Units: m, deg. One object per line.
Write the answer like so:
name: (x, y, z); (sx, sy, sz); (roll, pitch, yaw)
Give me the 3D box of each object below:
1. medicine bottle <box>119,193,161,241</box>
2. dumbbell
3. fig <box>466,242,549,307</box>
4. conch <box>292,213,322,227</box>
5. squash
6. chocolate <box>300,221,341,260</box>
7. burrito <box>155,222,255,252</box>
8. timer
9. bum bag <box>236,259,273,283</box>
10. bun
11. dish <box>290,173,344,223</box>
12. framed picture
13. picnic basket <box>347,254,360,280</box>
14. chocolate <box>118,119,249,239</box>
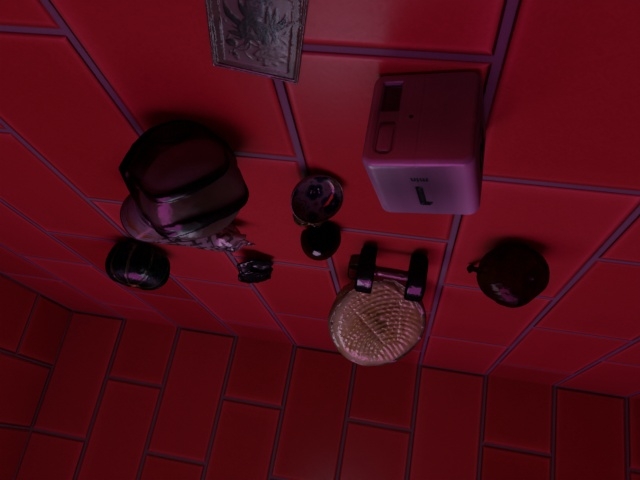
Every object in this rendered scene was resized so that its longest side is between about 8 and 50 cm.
medicine bottle: (-0.456, -0.098, 1.605); (0.165, 0.165, 0.273); (23, 156, -28)
dumbbell: (0.226, 0.107, 1.804); (0.218, 0.153, 0.152); (9, 159, 6)
fig: (0.533, 0.117, 1.661); (0.190, 0.191, 0.290); (14, 158, -8)
conch: (-0.030, -0.065, 1.598); (0.089, 0.074, 0.121); (41, -172, 14)
squash: (-0.725, 0.104, 2.248); (0.252, 0.165, 0.252); (10, 162, 3)
chocolate: (0.000, 0.000, 1.741); (0.124, 0.127, 0.133); (39, 177, 12)
burrito: (-0.424, -0.029, 1.852); (0.445, 0.101, 0.139); (7, 147, 18)
timer: (0.200, -0.174, 1.047); (0.194, 0.192, 0.195); (2, 157, 21)
bum bag: (-0.254, 0.120, 2.182); (0.137, 0.074, 0.310); (0, 167, -8)
bun: (0.204, 0.276, 2.095); (0.364, 0.364, 0.202); (14, -164, -7)
dish: (-0.017, -0.122, 1.461); (0.141, 0.078, 0.141); (-9, 126, -12)
framed picture: (-0.112, -0.360, 0.980); (0.173, 0.010, 0.231); (12, 159, -1)
picnic basket: (0.126, 0.098, 1.924); (0.072, 0.083, 0.072); (9, 158, 4)
chocolate: (-0.308, -0.117, 1.306); (0.283, 0.186, 0.284); (-14, 136, -14)
